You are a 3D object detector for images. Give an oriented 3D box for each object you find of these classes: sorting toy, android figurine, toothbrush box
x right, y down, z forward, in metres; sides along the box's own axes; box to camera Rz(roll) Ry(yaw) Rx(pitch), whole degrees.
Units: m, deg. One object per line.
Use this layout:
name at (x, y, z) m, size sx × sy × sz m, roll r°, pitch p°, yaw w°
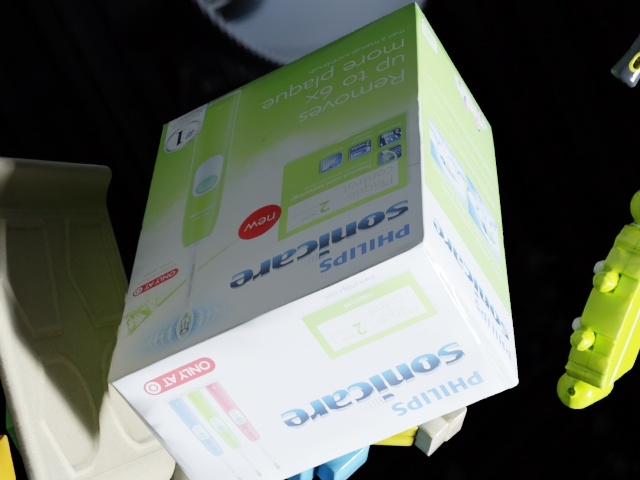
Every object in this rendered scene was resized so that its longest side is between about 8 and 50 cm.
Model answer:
sorting toy at (-0.175, 0.066, 0.937) m, size 0.041 × 0.229 × 0.307 m, roll -12°, pitch 178°, yaw 14°
android figurine at (0.315, 0.062, 1.618) m, size 0.056 × 0.248 × 0.273 m, roll 24°, pitch -166°, yaw 20°
toothbrush box at (0.000, 0.000, 0.978) m, size 0.206 × 0.122 × 0.283 m, roll -24°, pitch -148°, yaw 19°

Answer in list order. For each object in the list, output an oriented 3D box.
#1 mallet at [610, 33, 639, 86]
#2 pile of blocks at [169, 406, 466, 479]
mallet at (0.253, -0.171, 0.964) m, size 0.190 × 0.062 × 0.039 m, roll -60°, pitch -168°, yaw 8°
pile of blocks at (-0.063, 0.163, 1.328) m, size 0.362 × 0.149 × 0.112 m, roll 7°, pitch 151°, yaw 2°
